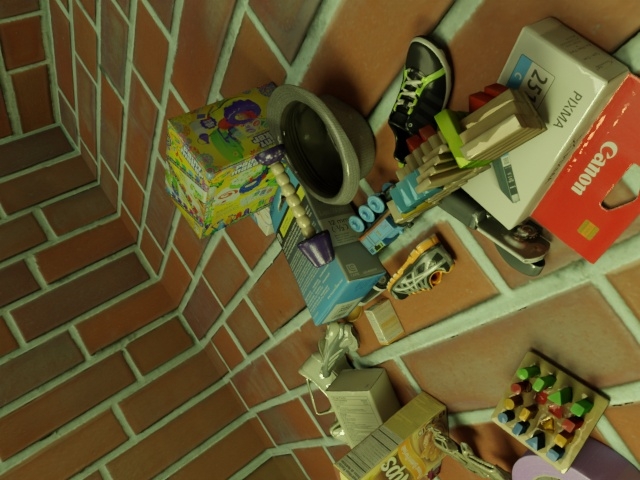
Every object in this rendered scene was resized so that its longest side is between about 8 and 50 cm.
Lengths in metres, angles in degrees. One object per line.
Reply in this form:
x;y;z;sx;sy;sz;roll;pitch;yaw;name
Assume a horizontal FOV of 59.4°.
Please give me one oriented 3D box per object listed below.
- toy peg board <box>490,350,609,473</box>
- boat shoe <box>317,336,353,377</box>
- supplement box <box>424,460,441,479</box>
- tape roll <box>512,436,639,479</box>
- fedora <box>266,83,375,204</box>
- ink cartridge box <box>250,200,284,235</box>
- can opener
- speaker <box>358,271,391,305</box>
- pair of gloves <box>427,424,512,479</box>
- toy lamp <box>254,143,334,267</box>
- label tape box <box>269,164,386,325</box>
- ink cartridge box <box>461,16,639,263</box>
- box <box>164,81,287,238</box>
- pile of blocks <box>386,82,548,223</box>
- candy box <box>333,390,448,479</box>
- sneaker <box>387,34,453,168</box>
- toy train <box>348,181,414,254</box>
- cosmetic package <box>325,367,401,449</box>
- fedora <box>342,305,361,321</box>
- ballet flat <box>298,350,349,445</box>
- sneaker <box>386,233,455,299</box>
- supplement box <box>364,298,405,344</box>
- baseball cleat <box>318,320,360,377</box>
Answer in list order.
0.404;0.315;1.027;0.161;0.079;0.160;34;105;38;toy peg board
0.053;0.391;1.728;0.206;0.075;0.065;52;147;5;boat shoe
0.307;0.630;1.582;0.055;0.043;0.083;34;141;39;supplement box
0.520;0.514;1.100;0.275;0.090;0.274;38;144;35;tape roll
0.017;-0.214;1.183;0.275;0.124;0.243;55;151;8;fedora
-0.155;-0.086;1.641;0.088;0.052;0.122;50;148;18;ink cartridge box
0.273;-0.036;0.998;0.283;0.076;0.095;40;145;33;can opener
0.123;0.118;1.392;0.055;0.055;0.136;55;150;9;speaker
0.376;0.522;1.314;0.204;0.042;0.240;41;164;-24;pair of gloves
-0.048;-0.072;1.211;0.080;0.080;0.274;-16;100;60;toy lamp
0.000;0.000;1.390;0.347;0.115;0.249;66;151;23;label tape box
0.349;-0.122;0.815;0.261;0.066;0.296;47;149;24;ink cartridge box
-0.208;-0.194;1.383;0.177;0.290;0.279;52;149;15;box
0.175;-0.133;0.863;0.112;0.149;0.362;66;152;10;pile of blocks
0.188;0.547;1.412;0.088;0.317;0.182;26;137;46;candy box
0.166;-0.227;0.968;0.084;0.097;0.234;31;140;40;sneaker
0.136;-0.048;1.205;0.105;0.080;0.184;48;148;3;toy train
0.154;0.529;1.614;0.160;0.113;0.309;-11;106;38;cosmetic package
0.029;0.154;1.546;0.194;0.079;0.194;38;145;33;fedora
0.058;0.544;1.793;0.400;0.139;0.139;59;151;1;ballet flat
0.211;0.077;1.194;0.083;0.084;0.214;46;147;15;sneaker
0.160;0.203;1.403;0.036;0.062;0.098;-13;104;61;supplement box
0.055;0.323;1.615;0.110;0.072;0.205;9;123;3;baseball cleat
